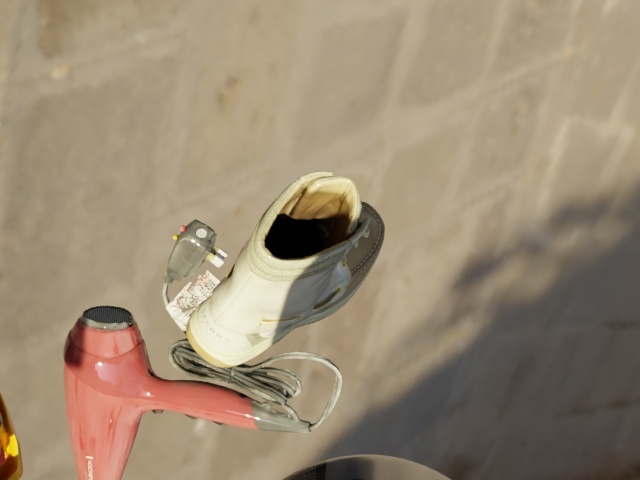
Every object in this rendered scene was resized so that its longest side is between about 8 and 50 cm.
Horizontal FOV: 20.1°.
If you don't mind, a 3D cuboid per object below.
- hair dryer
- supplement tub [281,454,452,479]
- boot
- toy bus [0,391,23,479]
[{"bbox_3d":[-0.144,0.146,1.687,0.293,0.223,0.080,-43,174,27],"label":"hair dryer"},{"bbox_3d":[0.028,0.236,0.963,0.316,0.193,0.193,-89,-156,-84],"label":"supplement tub"},{"bbox_3d":[0.000,0.000,1.411,0.213,0.077,0.165,-35,167,-38],"label":"boot"},{"bbox_3d":[-0.357,0.193,1.731,0.149,0.220,0.211,-33,136,1],"label":"toy bus"}]
